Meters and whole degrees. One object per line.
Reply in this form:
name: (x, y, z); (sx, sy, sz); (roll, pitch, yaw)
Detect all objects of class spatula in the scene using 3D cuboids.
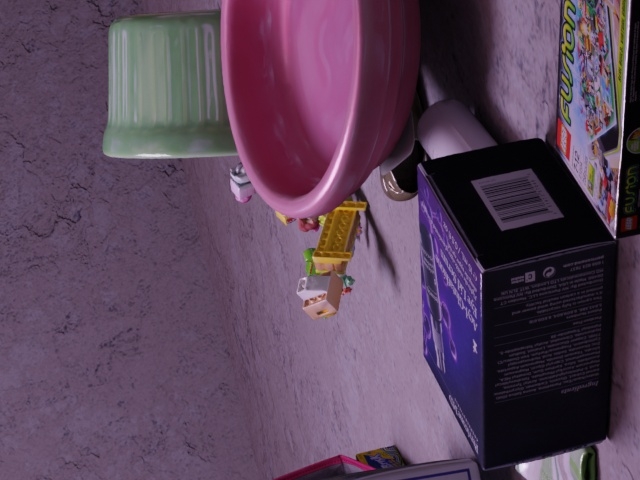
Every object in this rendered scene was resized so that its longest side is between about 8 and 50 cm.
spatula: (0.048, -0.132, 1.686); (0.242, 0.019, 0.168); (147, 122, -68)

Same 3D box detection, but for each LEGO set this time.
LEGO set: (0.000, 0.000, 2.128); (0.107, 0.132, 0.287); (76, 168, -45)

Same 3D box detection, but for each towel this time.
towel: (0.200, 0.189, 1.520); (0.152, 0.023, 0.113); (-123, 23, -63)

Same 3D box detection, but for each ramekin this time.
ramekin: (-0.089, -0.176, 1.915); (0.303, 0.303, 0.148); (-152, 57, -77)

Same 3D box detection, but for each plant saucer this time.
plant saucer: (0.002, -0.187, 1.628); (0.332, 0.084, 0.332); (176, 90, -66)

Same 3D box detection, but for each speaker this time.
speaker: (0.127, -0.071, 1.518); (0.136, 0.055, 0.055); (-119, 20, -58)

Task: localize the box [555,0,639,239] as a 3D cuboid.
box: (0.193, -0.116, 1.162); (0.114, 0.036, 0.207); (-114, 16, -50)

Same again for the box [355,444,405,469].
box: (0.084, 0.347, 2.240); (0.059, 0.054, 0.169); (-121, 22, -60)

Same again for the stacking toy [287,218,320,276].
stacking toy: (-0.041, -0.071, 2.430); (0.221, 0.052, 0.167); (88, 166, -47)

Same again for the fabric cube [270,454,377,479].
fabric cube: (0.000, 0.433, 2.080); (0.254, 0.259, 0.258); (14, 118, 62)

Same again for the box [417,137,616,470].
box: (0.151, 0.050, 1.387); (0.153, 0.108, 0.207); (-117, 18, -52)

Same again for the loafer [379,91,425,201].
loafer: (0.080, -0.109, 1.740); (0.050, 0.056, 0.148); (-152, 47, -68)

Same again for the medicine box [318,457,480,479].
medicine box: (0.082, 0.377, 1.796); (0.263, 0.149, 0.289); (142, 120, -77)
